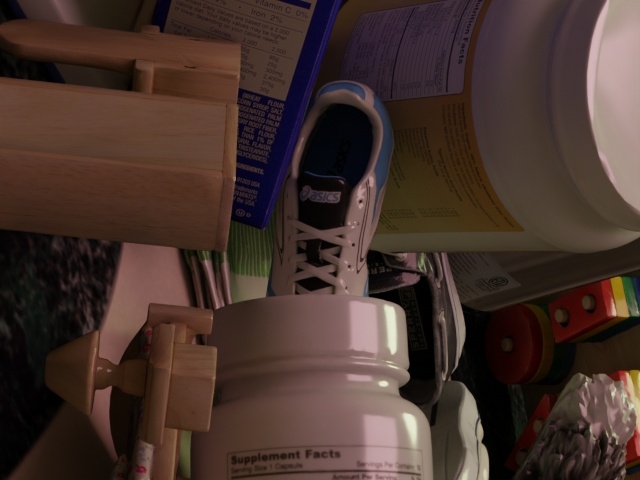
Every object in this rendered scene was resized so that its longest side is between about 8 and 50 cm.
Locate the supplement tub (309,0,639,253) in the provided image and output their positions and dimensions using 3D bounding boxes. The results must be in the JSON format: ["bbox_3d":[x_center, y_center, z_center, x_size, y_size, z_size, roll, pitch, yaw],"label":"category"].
[{"bbox_3d":[0.148,-0.103,1.385,0.228,0.316,0.228,0,89,-42],"label":"supplement tub"}]

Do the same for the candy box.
[{"bbox_3d":[-0.033,-0.216,1.206,0.268,0.122,0.317,-79,-173,-55],"label":"candy box"}]

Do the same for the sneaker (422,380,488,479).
[{"bbox_3d":[0.112,0.217,1.585,0.091,0.094,0.258,65,22,-16],"label":"sneaker"}]

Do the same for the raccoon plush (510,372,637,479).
[{"bbox_3d":[0.214,0.346,1.280,0.446,0.299,0.216,-59,173,-6],"label":"raccoon plush"}]

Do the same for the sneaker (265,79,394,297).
[{"bbox_3d":[0.000,0.000,1.286,0.086,0.085,0.237,27,70,-72],"label":"sneaker"}]

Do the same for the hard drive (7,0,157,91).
[{"bbox_3d":[-0.195,-0.266,1.164,0.210,0.040,0.319,-78,148,-50],"label":"hard drive"}]

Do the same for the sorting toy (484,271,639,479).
[{"bbox_3d":[0.274,0.155,1.887,0.089,0.255,0.257,1,69,-30],"label":"sorting toy"}]

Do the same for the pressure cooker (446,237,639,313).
[{"bbox_3d":[0.264,-0.140,1.700,0.370,0.420,0.376,-10,83,-59],"label":"pressure cooker"}]

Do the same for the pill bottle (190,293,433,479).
[{"bbox_3d":[-0.004,0.186,1.162,0.160,0.160,0.283,29,56,-63],"label":"pill bottle"}]

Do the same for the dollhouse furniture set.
[{"bbox_3d":[-0.153,0.084,1.051,0.303,0.173,0.356,-92,-171,-63],"label":"dollhouse furniture set"}]

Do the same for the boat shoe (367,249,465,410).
[{"bbox_3d":[0.054,0.010,1.570,0.102,0.108,0.301,-68,146,-61],"label":"boat shoe"}]

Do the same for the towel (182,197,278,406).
[{"bbox_3d":[-0.033,0.065,1.385,0.248,0.038,0.325,7,70,-70],"label":"towel"}]
